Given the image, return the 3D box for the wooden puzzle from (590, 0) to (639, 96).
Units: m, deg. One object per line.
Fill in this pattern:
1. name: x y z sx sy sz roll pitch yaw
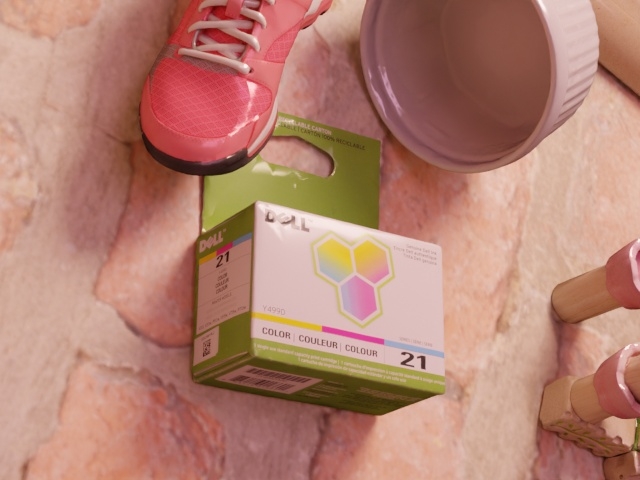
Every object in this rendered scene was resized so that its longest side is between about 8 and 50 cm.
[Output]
1. wooden puzzle: 0.426 -0.285 1.800 0.322 0.080 0.348 36 81 -20

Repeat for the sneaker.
1. sneaker: -0.068 -0.191 1.400 0.116 0.136 0.314 17 53 8

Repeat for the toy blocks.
1. toy blocks: 0.369 0.174 1.517 0.289 0.260 0.309 28 59 -25

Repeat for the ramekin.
1. ramekin: 0.147 -0.172 1.526 0.109 0.207 0.207 -25 89 -47

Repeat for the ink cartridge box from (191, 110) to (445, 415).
1. ink cartridge box: 0.000 0.000 1.423 0.189 0.097 0.255 13 67 -31
